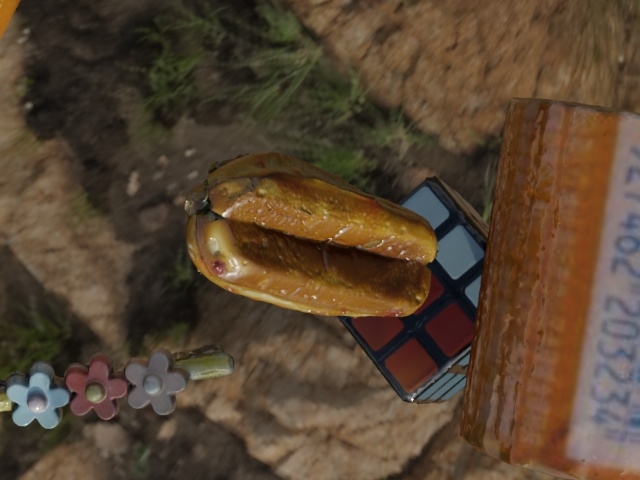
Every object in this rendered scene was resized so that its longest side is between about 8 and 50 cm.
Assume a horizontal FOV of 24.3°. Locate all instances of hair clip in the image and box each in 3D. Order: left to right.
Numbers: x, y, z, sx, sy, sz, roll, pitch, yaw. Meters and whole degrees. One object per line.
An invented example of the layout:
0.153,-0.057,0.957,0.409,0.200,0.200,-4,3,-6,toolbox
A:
-0.178,0.122,1.250,0.214,0.056,0.062,-11,101,-7,hair clip

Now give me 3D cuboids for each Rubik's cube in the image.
0.113,0.052,1.456,0.160,0.162,0.163,-41,72,9,Rubik's cube

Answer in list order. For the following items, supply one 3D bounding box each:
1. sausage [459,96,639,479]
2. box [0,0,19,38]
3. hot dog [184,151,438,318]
0.243,0.038,1.196,0.233,0.233,0.287,8,97,10,sausage
-0.393,-0.222,1.335,0.221,0.091,0.274,38,114,14,box
-0.001,0.000,0.632,0.038,0.144,0.062,14,90,44,hot dog
